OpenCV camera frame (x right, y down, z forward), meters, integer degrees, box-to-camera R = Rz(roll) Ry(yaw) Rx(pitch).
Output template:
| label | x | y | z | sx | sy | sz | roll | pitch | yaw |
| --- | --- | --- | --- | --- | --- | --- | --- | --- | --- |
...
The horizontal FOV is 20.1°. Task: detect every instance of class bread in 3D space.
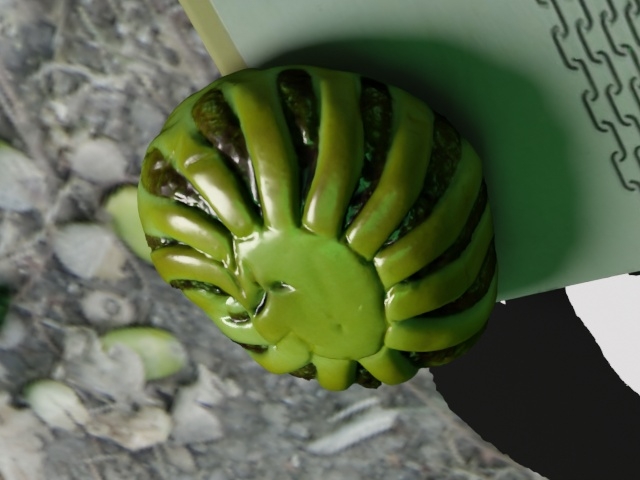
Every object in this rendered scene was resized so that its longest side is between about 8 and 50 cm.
| label | x | y | z | sx | sy | sz | roll | pitch | yaw |
| --- | --- | --- | --- | --- | --- | --- | --- | --- | --- |
| bread | 0.000 | 0.000 | 0.664 | 0.130 | 0.071 | 0.139 | -10 | 126 | 19 |

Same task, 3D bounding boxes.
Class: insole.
| label | x | y | z | sx | sy | sz | roll | pitch | yaw |
| --- | --- | --- | --- | --- | --- | --- | --- | --- | --- |
| insole | 0.167 | 0.059 | 0.682 | 0.322 | 0.007 | 0.109 | 1 | 107 | 42 |

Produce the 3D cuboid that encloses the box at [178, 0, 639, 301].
| label | x | y | z | sx | sy | sz | roll | pitch | yaw |
| --- | --- | --- | --- | --- | --- | --- | --- | --- | --- |
| box | 0.049 | -0.094 | 0.645 | 0.211 | 0.045 | 0.270 | -16 | 123 | 26 |
